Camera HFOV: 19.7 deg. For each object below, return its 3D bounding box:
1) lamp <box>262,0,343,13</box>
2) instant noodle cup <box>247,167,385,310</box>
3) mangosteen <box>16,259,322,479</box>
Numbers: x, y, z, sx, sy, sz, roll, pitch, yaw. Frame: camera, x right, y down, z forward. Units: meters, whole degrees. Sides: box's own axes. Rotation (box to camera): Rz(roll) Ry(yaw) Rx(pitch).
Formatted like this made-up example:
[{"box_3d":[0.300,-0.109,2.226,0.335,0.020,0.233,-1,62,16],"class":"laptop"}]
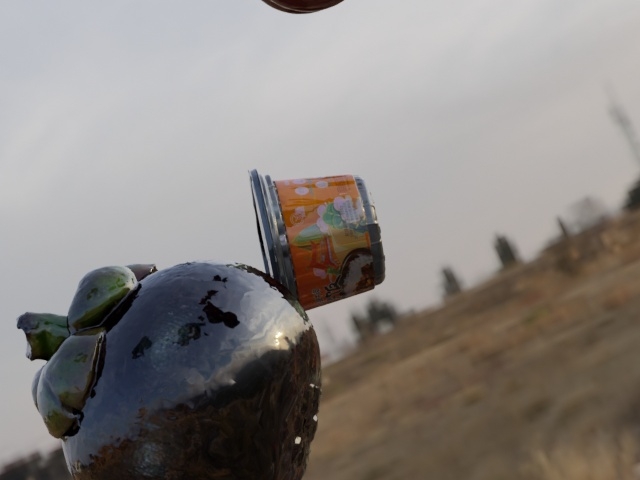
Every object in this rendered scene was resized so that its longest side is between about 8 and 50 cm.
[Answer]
[{"box_3d":[-0.013,-0.291,1.639,0.140,0.182,0.182,-12,-8,-14],"class":"lamp"},{"box_3d":[0.000,0.000,1.997,0.125,0.208,0.177,-11,-29,-5],"class":"instant noodle cup"},{"box_3d":[-0.145,0.162,1.834,0.300,0.300,0.300,-24,-5,-2],"class":"mangosteen"}]
